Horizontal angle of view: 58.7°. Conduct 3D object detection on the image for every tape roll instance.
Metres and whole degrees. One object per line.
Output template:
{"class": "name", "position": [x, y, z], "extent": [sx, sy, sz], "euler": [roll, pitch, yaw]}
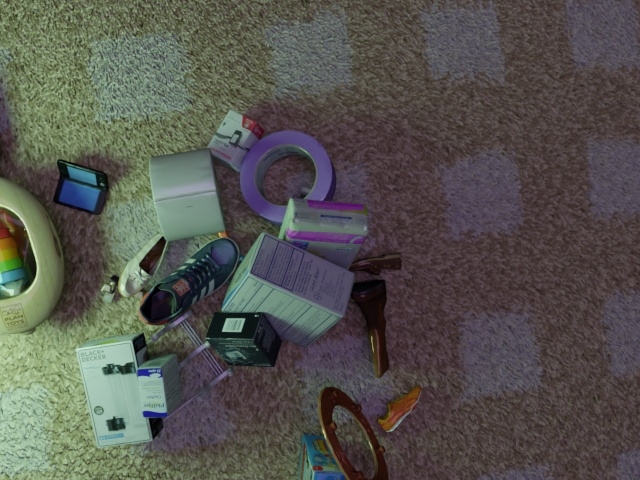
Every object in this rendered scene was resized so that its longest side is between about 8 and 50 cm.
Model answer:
{"class": "tape roll", "position": [-0.094, -0.181, 1.686], "extent": [0.275, 0.090, 0.275], "euler": [-2, 80, 10]}
{"class": "tape roll", "position": [-0.372, -0.130, 1.615], "extent": [0.169, 0.246, 0.246], "euler": [-10, 90, -8]}

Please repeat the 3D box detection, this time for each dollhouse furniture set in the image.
{"class": "dollhouse furniture set", "position": [-0.582, 0.171, 1.669], "extent": [0.114, 0.091, 0.081], "euler": [25, 101, -9]}

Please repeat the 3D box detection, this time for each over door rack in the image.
{"class": "over door rack", "position": [-0.448, 0.391, 1.659], "extent": [0.324, 0.108, 0.239], "euler": [-35, 92, -6]}

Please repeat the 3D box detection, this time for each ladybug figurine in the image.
{"class": "ladybug figurine", "position": [-0.872, 0.044, 1.580], "extent": [0.305, 0.162, 0.449], "euler": [-13, 94, -12]}

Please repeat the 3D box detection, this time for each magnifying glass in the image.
{"class": "magnifying glass", "position": [-0.270, 0.042, 1.732], "extent": [0.092, 0.026, 0.231], "euler": [-24, 91, -7]}

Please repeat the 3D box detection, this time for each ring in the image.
{"class": "ring", "position": [0.103, 0.564, 1.613], "extent": [0.032, 0.336, 0.336], "euler": [-33, 93, 15]}

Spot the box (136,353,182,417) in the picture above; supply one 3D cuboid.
{"class": "box", "position": [-0.437, 0.393, 1.551], "extent": [0.072, 0.126, 0.137], "euler": [-5, 95, 5]}

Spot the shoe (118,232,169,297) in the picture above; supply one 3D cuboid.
{"class": "shoe", "position": [-0.510, 0.068, 1.654], "extent": [0.076, 0.058, 0.219], "euler": [40, 67, -27]}

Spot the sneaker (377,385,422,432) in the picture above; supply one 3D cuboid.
{"class": "sneaker", "position": [0.248, 0.514, 1.765], "extent": [0.067, 0.064, 0.175], "euler": [44, 81, 6]}

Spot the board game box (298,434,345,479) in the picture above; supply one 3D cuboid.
{"class": "board game box", "position": [-0.011, 0.749, 1.605], "extent": [0.086, 0.302, 0.308], "euler": [6, 89, -7]}

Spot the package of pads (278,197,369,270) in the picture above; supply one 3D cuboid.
{"class": "package of pads", "position": [0.000, 0.000, 1.627], "extent": [0.229, 0.296, 0.101], "euler": [4, 58, -14]}

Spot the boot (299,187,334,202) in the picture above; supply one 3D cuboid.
{"class": "boot", "position": [0.007, -0.084, 1.745], "extent": [0.190, 0.069, 0.086], "euler": [29, 80, -6]}

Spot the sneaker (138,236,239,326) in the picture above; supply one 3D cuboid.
{"class": "sneaker", "position": [-0.378, 0.124, 1.642], "extent": [0.350, 0.148, 0.131], "euler": [-44, 88, -4]}

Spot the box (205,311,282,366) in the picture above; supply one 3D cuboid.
{"class": "box", "position": [-0.215, 0.282, 1.619], "extent": [0.156, 0.158, 0.093], "euler": [-3, 50, 22]}

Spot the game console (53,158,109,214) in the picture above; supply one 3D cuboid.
{"class": "game console", "position": [-0.702, -0.154, 1.657], "extent": [0.144, 0.124, 0.085], "euler": [16, 60, -7]}

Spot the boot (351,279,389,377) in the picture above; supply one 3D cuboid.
{"class": "boot", "position": [0.147, 0.259, 1.668], "extent": [0.096, 0.264, 0.280], "euler": [-3, 87, 9]}

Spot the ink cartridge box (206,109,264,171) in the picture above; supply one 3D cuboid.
{"class": "ink cartridge box", "position": [-0.257, -0.297, 1.704], "extent": [0.109, 0.063, 0.150], "euler": [28, 85, 22]}

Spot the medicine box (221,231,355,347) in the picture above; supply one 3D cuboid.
{"class": "medicine box", "position": [-0.095, 0.147, 1.602], "extent": [0.289, 0.263, 0.149], "euler": [26, 53, -11]}

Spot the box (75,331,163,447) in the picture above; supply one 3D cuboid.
{"class": "box", "position": [-0.557, 0.414, 1.584], "extent": [0.169, 0.087, 0.290], "euler": [-8, 95, 6]}

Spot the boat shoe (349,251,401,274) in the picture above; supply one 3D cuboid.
{"class": "boat shoe", "position": [0.169, 0.079, 1.764], "extent": [0.178, 0.064, 0.060], "euler": [-10, 88, -10]}
